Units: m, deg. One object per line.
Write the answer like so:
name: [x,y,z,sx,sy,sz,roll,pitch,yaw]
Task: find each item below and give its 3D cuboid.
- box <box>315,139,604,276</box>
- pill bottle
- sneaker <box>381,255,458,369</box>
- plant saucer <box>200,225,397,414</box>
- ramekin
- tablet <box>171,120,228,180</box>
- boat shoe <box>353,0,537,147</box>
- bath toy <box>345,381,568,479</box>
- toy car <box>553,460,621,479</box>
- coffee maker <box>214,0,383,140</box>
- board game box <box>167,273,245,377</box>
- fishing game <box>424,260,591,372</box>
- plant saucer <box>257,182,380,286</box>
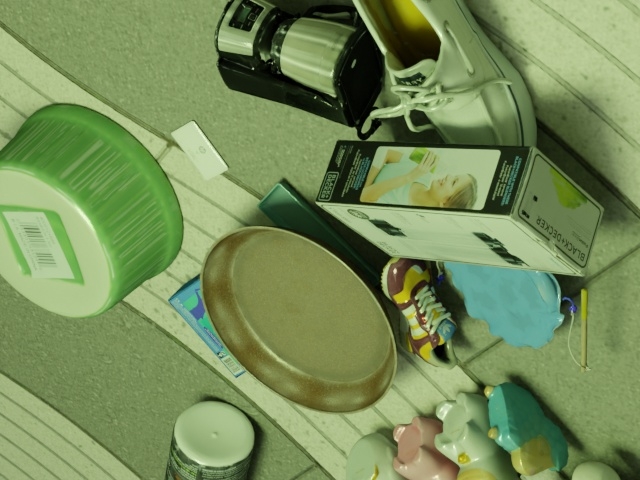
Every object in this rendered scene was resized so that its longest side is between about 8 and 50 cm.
box: [0.159,-0.040,1.652,0.290,0.087,0.169,6,160,44]
pill bottle: [-0.187,0.381,2.307,0.130,0.130,0.246,29,136,14]
sneaker: [0.138,0.089,1.846,0.084,0.069,0.185,29,152,40]
plant saucer: [-0.024,0.101,1.944,0.310,0.050,0.311,19,132,22]
ramekin: [-0.366,-0.032,2.086,0.303,0.148,0.303,20,134,23]
tablet: [-0.167,-0.123,1.967,0.054,0.006,0.083,-23,108,45]
boat shoe: [0.116,-0.194,1.580,0.135,0.156,0.367,-5,122,41]
bath toy: [0.178,0.310,1.986,0.129,0.151,0.348,21,149,-31]
toy car: [0.355,0.381,1.874,0.182,0.136,0.159,27,144,-23]
coffee maker: [-0.027,-0.204,1.711,0.178,0.120,0.171,20,134,24]
board game box: [-0.107,0.099,2.076,0.160,0.047,0.210,50,138,-8]
fishing game: [0.231,0.049,1.776,0.264,0.041,0.189,25,139,39]
plant saucer: [0.000,0.000,1.936,0.192,0.018,0.067,45,138,-2]
